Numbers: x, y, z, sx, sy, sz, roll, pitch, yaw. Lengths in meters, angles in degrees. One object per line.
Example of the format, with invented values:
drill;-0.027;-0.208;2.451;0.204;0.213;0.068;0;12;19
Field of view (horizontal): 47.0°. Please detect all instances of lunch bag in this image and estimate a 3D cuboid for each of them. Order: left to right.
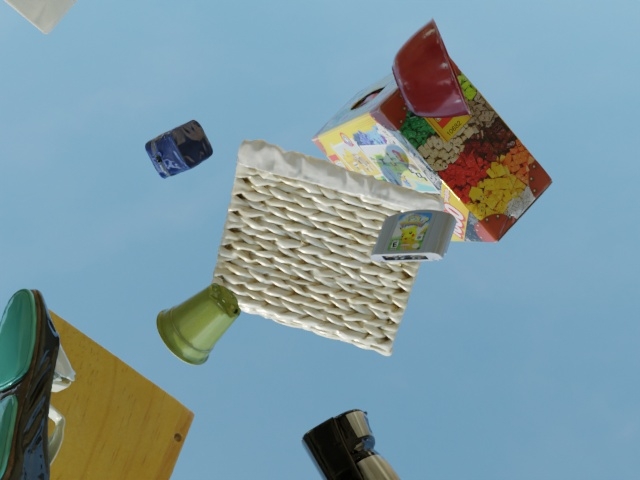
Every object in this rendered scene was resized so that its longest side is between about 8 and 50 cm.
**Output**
lunch bag;-0.222;-0.138;1.133;0.065;0.067;0.098;-18;-166;30

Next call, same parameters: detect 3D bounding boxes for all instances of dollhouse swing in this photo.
dollhouse swing;-0.456;0.313;1.248;0.305;0.347;0.315;-32;-153;35

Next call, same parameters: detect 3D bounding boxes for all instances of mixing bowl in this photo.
mixing bowl;0.186;-0.285;1.290;0.098;0.181;0.181;-21;-135;16

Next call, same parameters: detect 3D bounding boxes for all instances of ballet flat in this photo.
ballet flat;-0.370;0.198;0.936;0.095;0.096;0.280;-23;-128;26

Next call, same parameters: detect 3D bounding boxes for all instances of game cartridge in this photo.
game cartridge;0.091;-0.005;0.726;0.083;0.017;0.056;-4;-131;41

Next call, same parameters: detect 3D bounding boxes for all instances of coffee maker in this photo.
coffee maker;0.039;0.389;1.210;0.171;0.120;0.178;-16;-132;-23

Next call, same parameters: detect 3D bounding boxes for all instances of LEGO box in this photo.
LEGO box;0.228;-0.191;1.691;0.193;0.500;0.372;-46;-79;-11

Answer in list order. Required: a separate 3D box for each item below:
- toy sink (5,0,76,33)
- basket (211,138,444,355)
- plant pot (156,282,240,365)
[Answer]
toy sink;-0.418;-0.390;0.949;0.153;0.234;0.131;40;-92;2
basket;0.000;0.000;1.250;0.331;0.328;0.266;18;-86;-1
plant pot;-0.141;0.093;0.887;0.079;0.083;0.083;-42;-134;20
